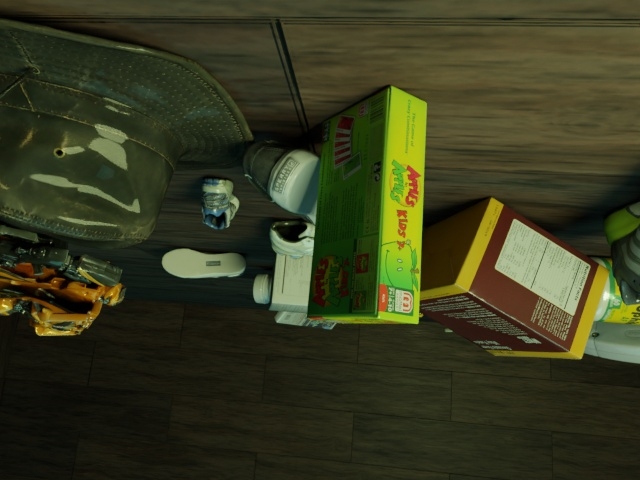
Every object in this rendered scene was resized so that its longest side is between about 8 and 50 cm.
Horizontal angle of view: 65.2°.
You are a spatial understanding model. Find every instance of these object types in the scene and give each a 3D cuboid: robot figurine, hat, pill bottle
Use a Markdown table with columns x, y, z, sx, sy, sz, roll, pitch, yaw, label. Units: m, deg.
| x | y | z | sx | sy | sz | roll | pitch | yaw | label |
| --- | --- | --- | --- | --- | --- | --- | --- | --- | --- |
| -0.368 | 0.043 | 0.546 | 0.291 | 0.085 | 0.211 | 16 | 155 | -25 | robot figurine |
| -0.231 | -0.065 | 0.455 | 0.331 | 0.134 | 0.331 | 5 | 167 | 1 | hat |
| -0.079 | 0.129 | 1.316 | 0.180 | 0.108 | 0.108 | 2 | 167 | 13 | pill bottle |
| 0.575 | 0.092 | 0.884 | 0.208 | 0.118 | 0.117 | 4 | 167 | 5 | pill bottle |

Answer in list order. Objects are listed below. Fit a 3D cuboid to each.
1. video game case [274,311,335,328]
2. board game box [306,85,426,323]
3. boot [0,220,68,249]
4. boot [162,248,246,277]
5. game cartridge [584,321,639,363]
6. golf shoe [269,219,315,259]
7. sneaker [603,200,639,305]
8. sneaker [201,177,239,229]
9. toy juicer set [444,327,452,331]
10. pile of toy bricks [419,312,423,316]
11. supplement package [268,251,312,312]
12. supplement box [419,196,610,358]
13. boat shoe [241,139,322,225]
| x | y | z | sx | sy | sz | roll | pitch | yaw | label |
| --- | --- | --- | --- | --- | --- | --- | --- | --- | --- |
| 0.012 | 0.135 | 1.219 | 0.183 | 0.023 | 0.201 | 16 | 120 | -40 | video game case |
| 0.038 | -0.024 | 0.418 | 0.043 | 0.181 | 0.092 | 13 | 165 | -33 | board game box |
| -0.529 | -0.031 | 0.653 | 0.284 | 0.138 | 0.377 | 5 | 158 | -1 | boot |
| -0.270 | 0.063 | 1.176 | 0.190 | 0.069 | 0.086 | 5 | 165 | -8 | boot |
| 0.640 | 0.149 | 0.969 | 0.297 | 0.198 | 0.062 | -5 | 130 | 40 | game cartridge |
| 0.000 | 0.000 | 0.816 | 0.176 | 0.069 | 0.086 | 2 | 161 | 8 | golf shoe |
| 0.396 | 0.003 | 0.542 | 0.111 | 0.121 | 0.300 | 1 | 167 | 17 | sneaker |
| -0.145 | -0.041 | 0.694 | 0.052 | 0.058 | 0.135 | 5 | 168 | -2 | sneaker |
| 0.535 | 0.206 | 1.508 | 0.209 | 0.089 | 0.329 | -5 | 162 | -18 | toy juicer set |
| 0.269 | 0.110 | 1.169 | 0.212 | 0.118 | 0.105 | -13 | -166 | 5 | pile of toy bricks |
| 0.033 | 0.070 | 0.939 | 0.244 | 0.139 | 0.134 | 7 | 166 | -7 | supplement package |
| 0.245 | 0.064 | 0.710 | 0.194 | 0.129 | 0.191 | 30 | 163 | -7 | supplement box |
| -0.016 | -0.057 | 0.551 | 0.076 | 0.080 | 0.228 | 30 | -172 | 20 | boat shoe |
